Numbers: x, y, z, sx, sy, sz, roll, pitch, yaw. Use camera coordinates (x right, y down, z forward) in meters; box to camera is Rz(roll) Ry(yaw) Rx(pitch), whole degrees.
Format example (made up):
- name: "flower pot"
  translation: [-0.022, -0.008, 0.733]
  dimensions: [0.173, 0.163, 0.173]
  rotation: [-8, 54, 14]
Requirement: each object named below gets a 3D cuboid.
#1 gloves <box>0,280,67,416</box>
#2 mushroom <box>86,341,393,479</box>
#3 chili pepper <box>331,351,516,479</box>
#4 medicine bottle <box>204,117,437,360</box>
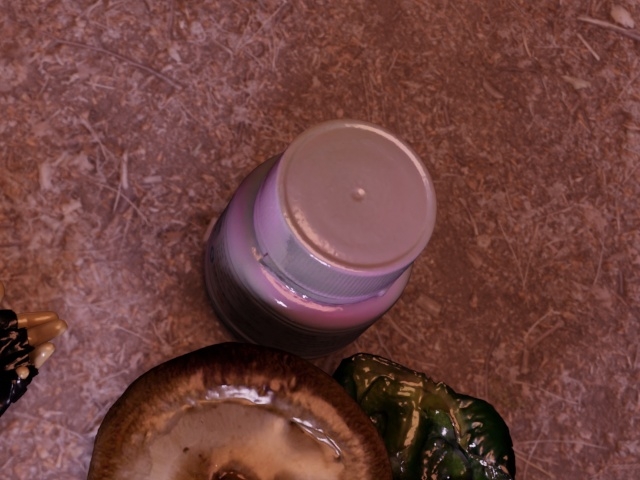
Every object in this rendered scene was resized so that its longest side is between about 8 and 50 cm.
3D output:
- name: "gloves"
  translation: [-0.393, 0.136, 1.695]
  dimensions: [0.203, 0.124, 0.164]
  rotation: [-22, 100, -46]
- name: "mushroom"
  translation: [-0.099, 0.281, 1.672]
  dimensions: [0.345, 0.239, 0.345]
  rotation: [7, 73, -24]
- name: "chili pepper"
  translation: [0.121, 0.247, 1.825]
  dimensions: [0.264, 0.116, 0.148]
  rotation: [20, 67, 3]
- name: "medicine bottle"
  translation: [0.000, 0.000, 1.772]
  dimensions: [0.241, 0.302, 0.241]
  rotation: [7, 68, -16]
